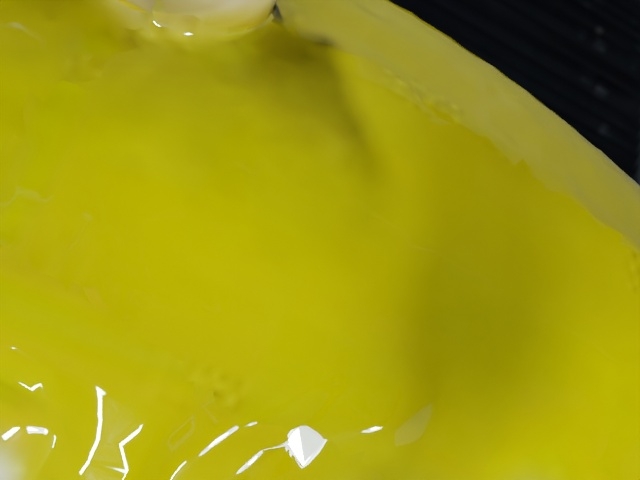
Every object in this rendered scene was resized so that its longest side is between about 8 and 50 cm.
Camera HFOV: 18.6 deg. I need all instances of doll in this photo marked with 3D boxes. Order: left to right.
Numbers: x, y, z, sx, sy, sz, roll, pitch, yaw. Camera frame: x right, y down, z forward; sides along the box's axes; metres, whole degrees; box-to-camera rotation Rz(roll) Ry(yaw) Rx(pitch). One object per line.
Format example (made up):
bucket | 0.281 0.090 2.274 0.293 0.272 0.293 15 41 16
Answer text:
doll | -0.087 -0.007 0.413 0.423 0.348 0.161 -5 35 25
